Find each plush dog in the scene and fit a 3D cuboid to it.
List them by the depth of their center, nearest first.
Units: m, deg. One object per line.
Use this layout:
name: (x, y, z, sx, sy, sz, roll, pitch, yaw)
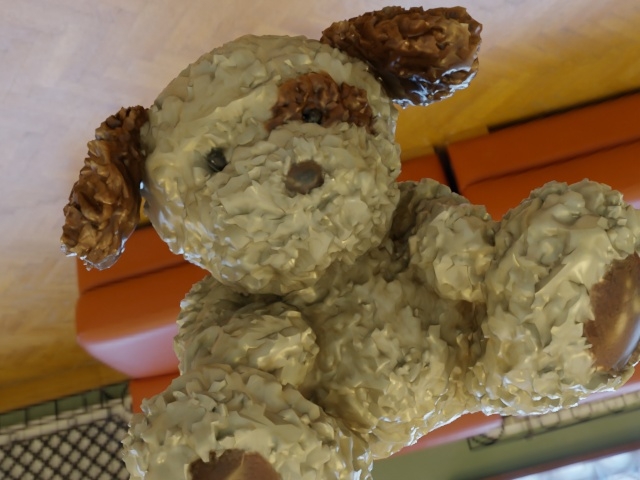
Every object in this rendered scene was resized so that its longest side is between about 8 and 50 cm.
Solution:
plush dog: (0.000, 0.000, 0.435, 0.262, 0.226, 0.210, -25, -176, -8)
